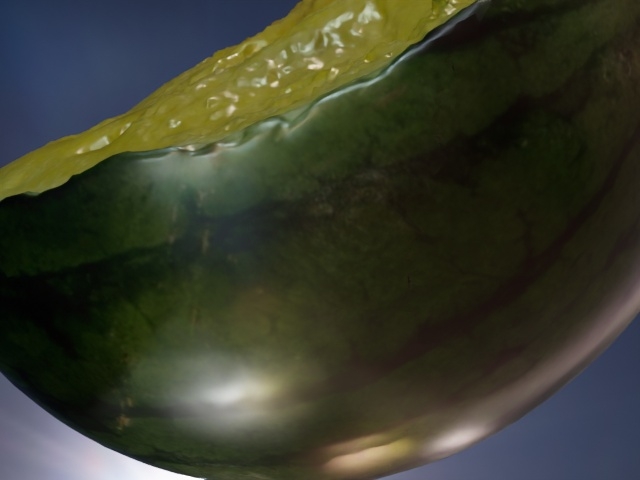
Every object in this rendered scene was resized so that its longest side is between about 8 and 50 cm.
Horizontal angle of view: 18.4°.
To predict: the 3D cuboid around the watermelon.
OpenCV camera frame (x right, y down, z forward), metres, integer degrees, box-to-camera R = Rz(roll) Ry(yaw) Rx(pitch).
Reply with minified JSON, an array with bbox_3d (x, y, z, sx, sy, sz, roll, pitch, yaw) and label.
[{"bbox_3d":[0.006,-0.003,0.521,0.127,0.232,0.204,64,-166,-6],"label":"watermelon"}]
